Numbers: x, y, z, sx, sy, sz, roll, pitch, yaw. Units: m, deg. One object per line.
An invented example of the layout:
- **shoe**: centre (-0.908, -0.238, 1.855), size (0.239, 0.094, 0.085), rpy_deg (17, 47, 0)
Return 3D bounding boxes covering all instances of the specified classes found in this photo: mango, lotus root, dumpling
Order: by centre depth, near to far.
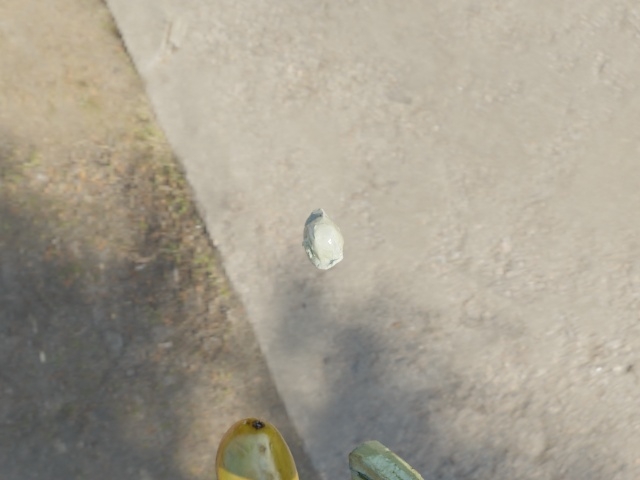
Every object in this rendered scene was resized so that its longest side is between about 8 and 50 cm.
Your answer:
- **dumpling**: centre (-0.001, 0.000, 1.480), size (0.057, 0.052, 0.076), rpy_deg (-34, 90, 10)
- **lotus root**: centre (0.112, 0.354, 1.529), size (0.144, 0.070, 0.143), rpy_deg (30, 138, 32)
- **mango**: centre (-0.105, 0.419, 1.912), size (0.139, 0.113, 0.253), rpy_deg (-9, 109, 19)
